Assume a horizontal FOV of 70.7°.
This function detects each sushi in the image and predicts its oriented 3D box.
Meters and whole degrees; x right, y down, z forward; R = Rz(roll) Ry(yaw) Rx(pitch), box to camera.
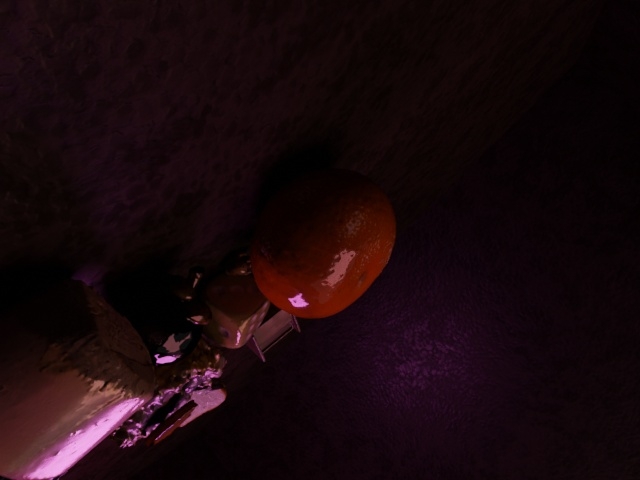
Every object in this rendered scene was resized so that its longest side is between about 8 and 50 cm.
[{"bbox_3d":[-0.457,0.365,1.247,0.351,0.240,0.396,-37,167,-25],"label":"sushi"}]

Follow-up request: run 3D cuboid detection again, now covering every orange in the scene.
[{"bbox_3d":[0.000,0.000,1.211,0.424,0.326,0.423,-37,151,-25],"label":"orange"}]

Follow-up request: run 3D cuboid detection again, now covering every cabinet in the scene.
[{"bbox_3d":[-0.213,0.277,1.604,0.175,0.215,0.148,-36,135,-25],"label":"cabinet"}]

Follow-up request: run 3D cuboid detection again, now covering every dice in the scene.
[{"bbox_3d":[-0.263,0.203,1.347,0.166,0.170,0.169,-50,167,-45],"label":"dice"}]

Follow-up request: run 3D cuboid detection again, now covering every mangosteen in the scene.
[{"bbox_3d":[-0.346,0.161,1.025,0.250,0.211,0.211,-50,167,-9],"label":"mangosteen"}]

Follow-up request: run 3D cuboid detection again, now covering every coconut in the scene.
[{"bbox_3d":[-0.478,0.242,0.767,0.310,0.297,0.297,-35,164,-12],"label":"coconut"}]

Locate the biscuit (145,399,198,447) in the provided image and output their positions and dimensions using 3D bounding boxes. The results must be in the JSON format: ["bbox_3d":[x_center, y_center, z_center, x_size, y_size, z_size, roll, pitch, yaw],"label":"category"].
[{"bbox_3d":[-0.406,0.501,1.257,0.228,0.031,0.176,-44,171,16],"label":"biscuit"}]

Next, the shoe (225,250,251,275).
[{"bbox_3d":[-0.229,0.066,1.317,0.069,0.072,0.109,-6,174,23],"label":"shoe"}]

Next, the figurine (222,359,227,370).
[{"bbox_3d":[-0.530,0.618,2.082,0.195,0.111,0.102,-49,-178,12],"label":"figurine"}]

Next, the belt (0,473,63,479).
[{"bbox_3d":[-0.680,0.473,1.030,0.258,0.207,0.150,-32,166,-9],"label":"belt"}]

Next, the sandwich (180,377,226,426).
[{"bbox_3d":[-0.544,0.649,1.923,0.254,0.099,0.288,-28,140,-18],"label":"sandwich"}]
